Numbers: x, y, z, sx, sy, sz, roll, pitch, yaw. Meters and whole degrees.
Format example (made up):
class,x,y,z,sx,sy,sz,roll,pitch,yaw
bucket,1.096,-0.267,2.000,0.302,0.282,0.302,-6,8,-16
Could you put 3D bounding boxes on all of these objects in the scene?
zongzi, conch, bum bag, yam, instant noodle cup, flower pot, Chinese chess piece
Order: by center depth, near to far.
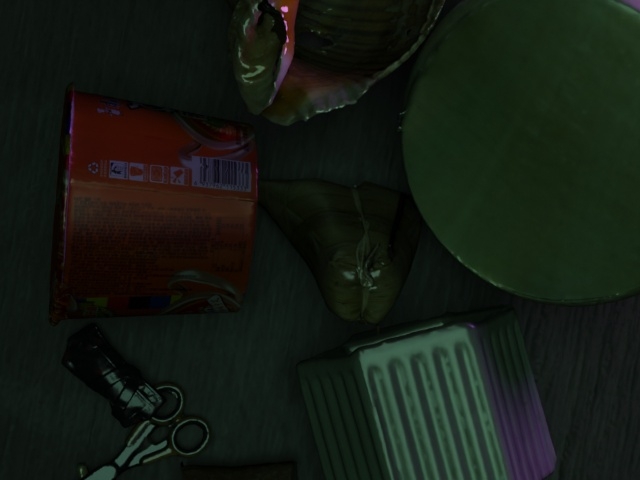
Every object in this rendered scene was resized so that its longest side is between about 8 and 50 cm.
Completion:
class,x,y,z,sx,sy,sz,roll,pitch,yaw
Chinese chess piece,0.254,-0.108,1.858,0.349,0.146,0.349,6,107,20
instant noodle cup,-0.171,-0.029,1.864,0.192,0.250,0.250,4,89,-9
flower pot,0.109,0.179,1.876,0.209,0.239,0.190,-14,90,27
conch,0.006,-0.268,1.884,0.263,0.186,0.324,10,86,10
zongzi,0.000,0.000,1.898,0.197,0.194,0.099,15,118,3
yam,-0.087,0.273,1.936,0.127,0.084,0.084,-2,89,1
bum bag,-0.222,0.145,1.947,0.124,0.034,0.058,43,85,12

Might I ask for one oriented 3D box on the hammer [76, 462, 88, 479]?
class,x,y,z,sx,sy,sz,roll,pitch,yaw
hammer,-0.237,0.334,1.962,0.060,0.028,0.195,-18,87,5

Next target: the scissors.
class,x,y,z,sx,sy,sz,roll,pitch,yaw
scissors,-0.221,0.243,1.951,0.220,0.017,0.088,-38,91,-8
